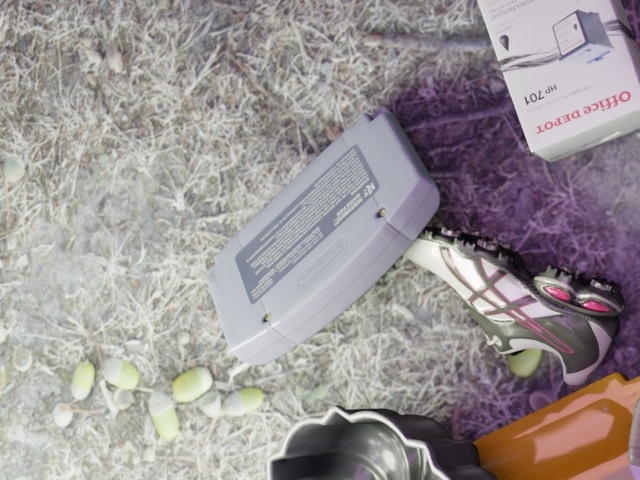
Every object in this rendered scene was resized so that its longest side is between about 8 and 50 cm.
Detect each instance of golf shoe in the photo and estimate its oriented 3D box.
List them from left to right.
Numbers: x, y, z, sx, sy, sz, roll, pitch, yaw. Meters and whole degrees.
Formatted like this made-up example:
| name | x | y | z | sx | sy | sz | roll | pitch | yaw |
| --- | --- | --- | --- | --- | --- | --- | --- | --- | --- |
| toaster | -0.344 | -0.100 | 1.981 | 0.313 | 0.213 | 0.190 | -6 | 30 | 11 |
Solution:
| name | x | y | z | sx | sy | sz | roll | pitch | yaw |
| --- | --- | --- | --- | --- | --- | --- | --- | --- | --- |
| golf shoe | 0.191 | 0.060 | 1.568 | 0.273 | 0.105 | 0.120 | 23 | 101 | 24 |

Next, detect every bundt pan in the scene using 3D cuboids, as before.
| name | x | y | z | sx | sy | sz | roll | pitch | yaw |
| --- | --- | --- | --- | --- | --- | --- | --- | --- | --- |
| bundt pan | 0.085 | 0.328 | 1.534 | 0.331 | 0.124 | 0.331 | 8 | 102 | 44 |

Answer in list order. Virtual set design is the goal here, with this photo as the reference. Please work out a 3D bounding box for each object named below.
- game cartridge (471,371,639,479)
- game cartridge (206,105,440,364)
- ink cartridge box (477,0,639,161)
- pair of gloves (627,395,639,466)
| name | x | y | z | sx | sy | sz | roll | pitch | yaw |
| --- | --- | --- | --- | --- | --- | --- | --- | --- | --- |
| game cartridge | 0.287 | 0.333 | 1.526 | 0.285 | 0.052 | 0.324 | -30 | 75 | 18 |
| game cartridge | 0.000 | 0.000 | 1.626 | 0.297 | 0.062 | 0.198 | -42 | 40 | 14 |
| ink cartridge box | 0.271 | -0.200 | 1.567 | 0.139 | 0.082 | 0.191 | -22 | 75 | 20 |
| pair of gloves | 0.404 | 0.279 | 1.441 | 0.204 | 0.042 | 0.240 | 6 | 73 | -4 |
